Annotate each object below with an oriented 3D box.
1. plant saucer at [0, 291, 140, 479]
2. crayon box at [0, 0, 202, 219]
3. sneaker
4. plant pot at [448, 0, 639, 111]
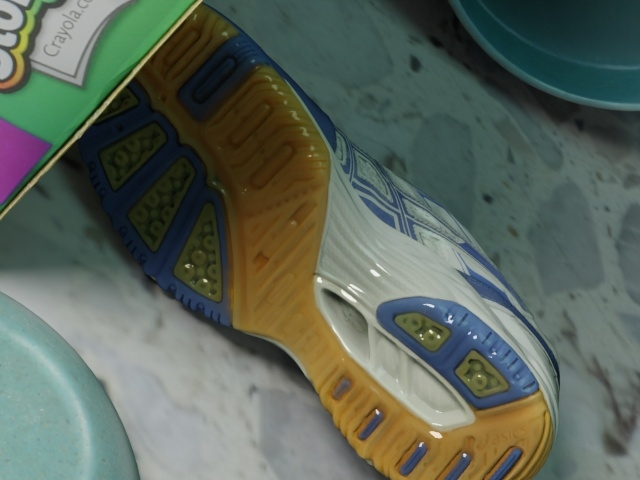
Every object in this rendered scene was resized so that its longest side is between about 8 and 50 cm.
[{"bbox_3d":[-0.143,0.079,0.742,0.195,0.037,0.195,25,43,-25],"label":"plant saucer"},{"bbox_3d":[-0.068,-0.211,0.801,0.106,0.363,0.313,31,41,-21],"label":"crayon box"},{"bbox_3d":[0.000,0.000,0.917,0.296,0.112,0.131,50,20,0],"label":"sneaker"},{"bbox_3d":[0.196,-0.262,1.201,0.272,0.271,0.255,32,26,-19],"label":"plant pot"}]
